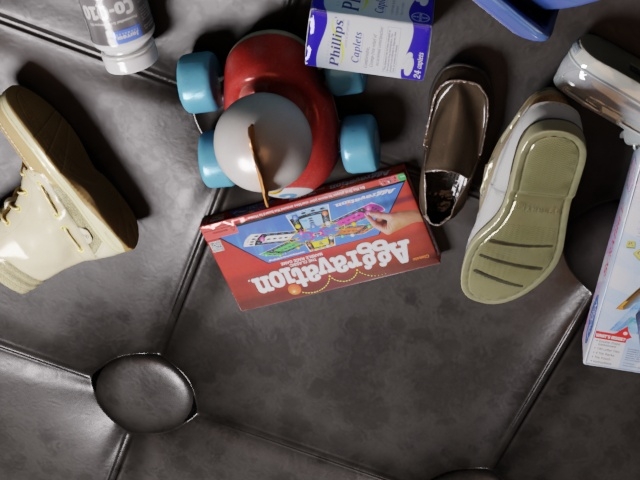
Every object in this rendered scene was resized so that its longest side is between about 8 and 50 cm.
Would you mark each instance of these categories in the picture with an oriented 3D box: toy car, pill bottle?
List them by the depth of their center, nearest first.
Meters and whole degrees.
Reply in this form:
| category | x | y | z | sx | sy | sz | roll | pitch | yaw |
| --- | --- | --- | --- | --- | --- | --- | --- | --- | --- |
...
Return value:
| category | x | y | z | sx | sy | sz | roll | pitch | yaw |
| --- | --- | --- | --- | --- | --- | --- | --- | --- | --- |
| toy car | -0.058 | -0.108 | 1.683 | 0.219 | 0.238 | 0.210 | -5 | 123 | 11 |
| pill bottle | -0.238 | -0.269 | 1.696 | 0.078 | 0.078 | 0.137 | -7 | 123 | 12 |

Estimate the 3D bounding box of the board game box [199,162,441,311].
| category | x | y | z | sx | sy | sz | roll | pitch | yaw |
| --- | --- | --- | --- | --- | --- | --- | --- | --- | --- |
| board game box | 0.000 | 0.000 | 1.877 | 0.281 | 0.027 | 0.145 | -15 | 122 | 17 |

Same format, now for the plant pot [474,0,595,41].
| category | x | y | z | sx | sy | sz | roll | pitch | yaw |
| --- | --- | --- | --- | --- | --- | --- | --- | --- | --- |
| plant pot | 0.221 | -0.362 | 1.479 | 0.236 | 0.236 | 0.212 | 35 | 136 | -16 |

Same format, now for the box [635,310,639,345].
| category | x | y | z | sx | sy | sz | roll | pitch | yaw |
| --- | --- | --- | --- | --- | --- | --- | --- | --- | --- |
| box | 0.534 | 0.136 | 1.654 | 0.182 | 0.294 | 0.296 | 38 | 119 | -18 |

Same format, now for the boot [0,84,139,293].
| category | x | y | z | sx | sy | sz | roll | pitch | yaw |
| --- | --- | --- | --- | --- | --- | --- | --- | --- | --- |
| boot | -0.382 | -0.057 | 1.852 | 0.203 | 0.095 | 0.262 | -23 | 122 | 22 |

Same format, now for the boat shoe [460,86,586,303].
| category | x | y | z | sx | sy | sz | roll | pitch | yaw |
| --- | --- | --- | --- | --- | --- | --- | --- | --- | --- |
| boat shoe | 0.248 | -0.050 | 1.765 | 0.113 | 0.103 | 0.302 | 13 | 133 | -9 |

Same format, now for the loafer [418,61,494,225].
| category | x | y | z | sx | sy | sz | roll | pitch | yaw |
| --- | --- | --- | --- | --- | --- | --- | --- | --- | --- |
| loafer | 0.163 | -0.109 | 1.750 | 0.080 | 0.078 | 0.220 | 6 | 125 | 3 |

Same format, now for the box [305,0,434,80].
| category | x | y | z | sx | sy | sz | roll | pitch | yaw |
| --- | --- | --- | --- | --- | --- | --- | --- | --- | --- |
| box | 0.058 | -0.249 | 1.640 | 0.137 | 0.126 | 0.072 | 8 | 126 | 2 |

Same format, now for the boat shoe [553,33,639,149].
| category | x | y | z | sx | sy | sz | roll | pitch | yaw |
| --- | --- | --- | --- | --- | --- | --- | --- | --- | --- |
| boat shoe | 0.376 | -0.153 | 1.700 | 0.227 | 0.079 | 0.081 | 32 | 129 | -7 |

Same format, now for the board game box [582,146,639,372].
| category | x | y | z | sx | sy | sz | roll | pitch | yaw |
| --- | --- | --- | --- | --- | --- | --- | --- | --- | --- |
| board game box | 0.516 | 0.040 | 1.811 | 0.318 | 0.066 | 0.318 | 10 | 125 | 1 |
